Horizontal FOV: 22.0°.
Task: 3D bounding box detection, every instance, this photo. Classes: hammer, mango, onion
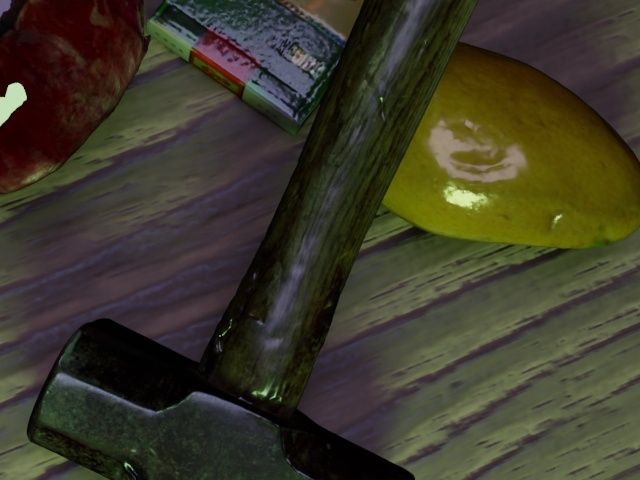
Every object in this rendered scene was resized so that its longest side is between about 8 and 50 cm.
[{"bbox_3d":[0.000,0.000,1.043,0.242,0.095,0.408,25,93,2],"label":"hammer"},{"bbox_3d":[0.118,-0.058,1.124,0.227,0.109,0.147,25,50,0],"label":"mango"},{"bbox_3d":[-0.236,-0.151,1.057,0.246,0.190,0.246,-2,62,4],"label":"onion"}]

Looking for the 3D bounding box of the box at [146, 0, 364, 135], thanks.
[{"bbox_3d":[-0.004,-0.204,1.181,0.132,0.034,0.235,34,74,1],"label":"box"}]
